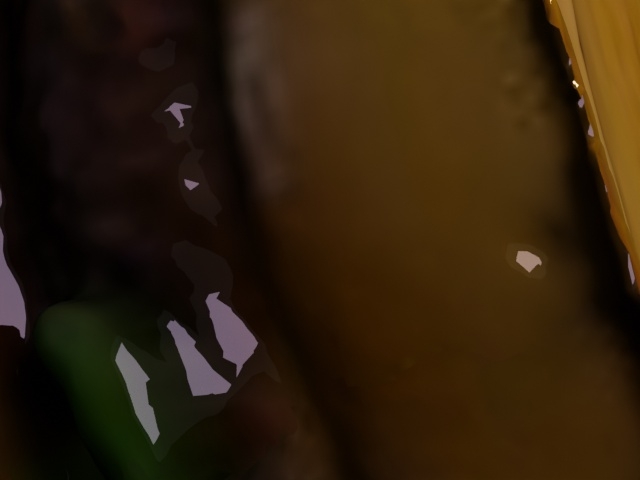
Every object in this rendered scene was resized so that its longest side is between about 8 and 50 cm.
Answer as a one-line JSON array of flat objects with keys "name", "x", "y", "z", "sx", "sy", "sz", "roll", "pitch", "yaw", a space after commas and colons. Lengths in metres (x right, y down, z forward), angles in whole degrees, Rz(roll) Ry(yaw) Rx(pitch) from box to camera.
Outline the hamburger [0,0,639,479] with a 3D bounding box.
[{"name": "hamburger", "x": 0.000, "y": 0.000, "z": 0.637, "sx": 0.396, "sy": 0.277, "sz": 0.396, "roll": -14, "pitch": 90, "yaw": -73}]
